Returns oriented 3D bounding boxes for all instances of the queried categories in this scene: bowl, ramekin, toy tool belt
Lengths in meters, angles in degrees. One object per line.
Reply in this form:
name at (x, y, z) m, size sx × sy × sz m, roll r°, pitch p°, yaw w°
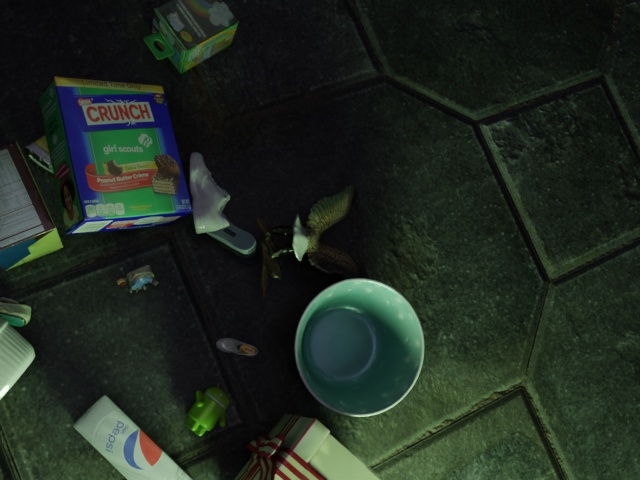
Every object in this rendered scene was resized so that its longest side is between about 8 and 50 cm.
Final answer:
bowl at (0.072, 0.248, 1.584) m, size 0.311 × 0.163 × 0.312 m, roll 2°, pitch 82°, yaw -16°
ramekin at (-0.673, 0.264, 1.347) m, size 0.109 × 0.207 × 0.207 m, roll 42°, pitch 70°, yaw -15°
toy tool belt at (-0.419, 0.095, 1.536) m, size 0.083 × 0.052 × 0.051 m, roll -26°, pitch 78°, yaw -19°

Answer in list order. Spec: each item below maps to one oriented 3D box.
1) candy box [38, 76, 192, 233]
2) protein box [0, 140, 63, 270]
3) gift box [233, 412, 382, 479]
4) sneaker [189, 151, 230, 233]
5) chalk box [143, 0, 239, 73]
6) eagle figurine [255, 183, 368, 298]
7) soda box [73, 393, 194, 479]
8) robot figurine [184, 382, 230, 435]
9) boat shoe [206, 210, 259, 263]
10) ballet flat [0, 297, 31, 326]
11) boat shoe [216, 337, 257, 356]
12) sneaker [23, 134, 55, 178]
candy box at (-0.455, -0.190, 1.500) m, size 0.268 × 0.122 × 0.317 m, roll -8°, pitch 79°, yaw -45°
protein box at (-0.657, -0.067, 1.419) m, size 0.135 × 0.200 × 0.201 m, roll -24°, pitch 86°, yaw -20°
gift box at (-0.054, 0.539, 1.444) m, size 0.258 × 0.255 × 0.276 m, roll 44°, pitch 64°, yaw -6°
sneaker at (-0.263, -0.115, 1.597) m, size 0.094 × 0.080 × 0.212 m, roll -7°, pitch 67°, yaw -9°
chalk box at (-0.330, -0.513, 1.653) m, size 0.213 × 0.132 × 0.132 m, roll -36°, pitch 91°, yaw -19°
eagle figurine at (-0.004, -0.006, 1.604) m, size 0.298 × 0.226 × 0.225 m, roll -5°, pitch 44°, yaw -22°
soda box at (-0.395, 0.461, 1.440) m, size 0.286 × 0.098 × 0.091 m, roll 46°, pitch 70°, yaw -3°
robot figurine at (-0.253, 0.381, 1.515) m, size 0.115 × 0.067 × 0.101 m, roll -51°, pitch 123°, yaw -20°
boat shoe at (-0.225, -0.009, 1.615) m, size 0.183 × 0.083 × 0.065 m, roll 35°, pitch 68°, yaw 22°
ballet flat at (-0.710, 0.144, 1.445) m, size 0.168 × 0.057 × 0.052 m, roll 18°, pitch 46°, yaw -16°
boat shoe at (-0.195, 0.252, 1.578) m, size 0.100 × 0.035 × 0.035 m, roll 19°, pitch 74°, yaw -12°
sneaker at (-0.566, -0.170, 1.537) m, size 0.208 × 0.081 × 0.094 m, roll 41°, pitch 58°, yaw -11°
